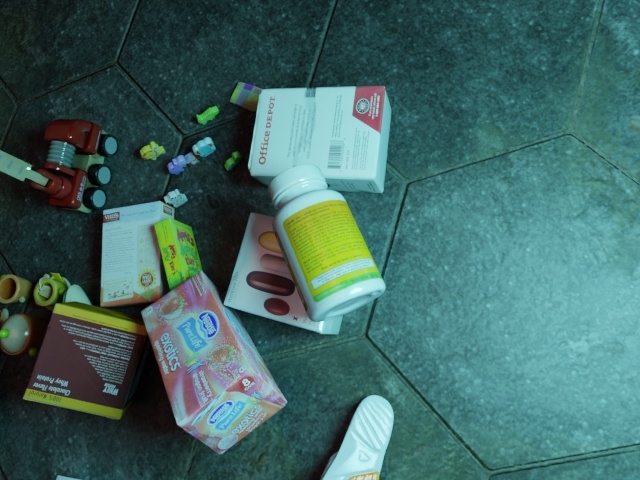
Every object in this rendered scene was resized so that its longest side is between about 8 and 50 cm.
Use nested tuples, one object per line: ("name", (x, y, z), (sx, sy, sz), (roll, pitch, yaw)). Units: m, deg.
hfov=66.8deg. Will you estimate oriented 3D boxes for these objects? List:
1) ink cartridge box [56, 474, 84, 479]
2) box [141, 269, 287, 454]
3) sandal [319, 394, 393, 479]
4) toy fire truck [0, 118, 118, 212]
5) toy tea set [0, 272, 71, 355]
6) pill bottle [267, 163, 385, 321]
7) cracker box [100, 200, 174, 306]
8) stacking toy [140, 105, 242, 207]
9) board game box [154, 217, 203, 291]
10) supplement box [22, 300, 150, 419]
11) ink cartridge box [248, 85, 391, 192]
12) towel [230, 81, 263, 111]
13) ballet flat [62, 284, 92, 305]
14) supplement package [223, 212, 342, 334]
("ink cartridge box", (-0.520, 0.600, 1.042), (0.104, 0.061, 0.181), (2, 79, 16))
("box", (-0.208, 0.217, 0.918), (0.154, 0.142, 0.300), (-35, 43, -6))
("sandal", (0.066, 0.424, 0.911), (0.102, 0.076, 0.265), (27, 66, 5))
("toy fire truck", (-0.639, -0.198, 1.151), (0.158, 0.246, 0.217), (6, 80, 17))
("toy tea set", (-0.783, 0.165, 1.179), (0.336, 0.124, 0.200), (3, 79, 17))
("pill bottle", (0.000, 0.000, 0.823), (0.136, 0.136, 0.246), (-26, 72, 9))
("cracker box", (-0.424, 0.035, 1.134), (0.155, 0.067, 0.232), (-7, 77, 14))
("stacking toy", (-0.310, -0.204, 1.160), (0.221, 0.052, 0.167), (-32, 72, 7))
("board game box", (-0.308, 0.048, 1.083), (0.043, 0.092, 0.181), (-22, 73, 11))
("supplement box", (-0.478, 0.248, 1.033), (0.191, 0.129, 0.194), (16, 82, -9))
("ink cartridge box", (0.002, -0.214, 1.038), (0.272, 0.114, 0.197), (5, 81, 16))
("towel", (-0.175, -0.347, 1.174), (0.083, 0.009, 0.060), (25, 87, 20))
("ballet flat", (-0.546, 0.226, 1.125), (0.086, 0.086, 0.249), (-3, 84, 16))
("supplement package", (-0.050, 0.068, 0.974), (0.203, 0.149, 0.194), (12, 82, 17))
